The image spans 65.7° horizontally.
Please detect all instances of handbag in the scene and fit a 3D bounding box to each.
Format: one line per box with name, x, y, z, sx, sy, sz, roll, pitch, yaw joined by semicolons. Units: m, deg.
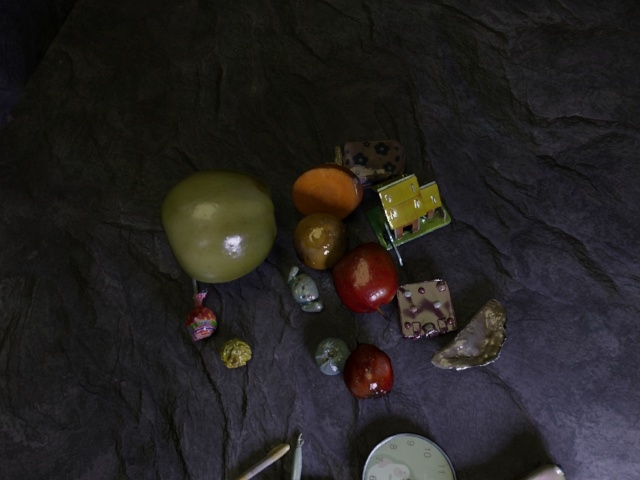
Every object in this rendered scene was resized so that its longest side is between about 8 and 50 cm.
handbag;0.389;0.257;1.840;0.203;0.074;0.216;-10;65;8
handbag;0.212;-0.295;2.050;0.252;0.193;0.190;-3;70;-2

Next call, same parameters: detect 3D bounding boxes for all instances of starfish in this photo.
starfish;0.083;-0.322;2.180;0.150;0.053;0.209;17;72;23

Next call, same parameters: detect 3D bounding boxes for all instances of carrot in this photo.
carrot;0.032;-0.193;2.002;0.307;0.258;0.100;-24;25;39

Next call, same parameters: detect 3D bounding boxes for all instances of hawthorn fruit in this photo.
hawthorn fruit;0.161;0.441;1.749;0.181;0.181;0.235;-18;63;3
hawthorn fruit;0.186;0.168;1.847;0.254;0.254;0.300;-33;80;-4

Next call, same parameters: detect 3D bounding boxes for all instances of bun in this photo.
bun;0.043;0.424;1.830;0.141;0.083;0.140;-4;68;9

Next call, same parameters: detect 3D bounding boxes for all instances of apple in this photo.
apple;-0.389;-0.064;1.952;0.474;0.473;0.473;-4;65;10

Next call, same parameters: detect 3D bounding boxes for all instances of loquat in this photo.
loquat;0.000;0.000;1.951;0.235;0.235;0.235;-4;65;10

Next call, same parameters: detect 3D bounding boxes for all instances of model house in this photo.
model house;0.350;-0.104;1.873;0.300;0.323;0.340;-23;63;1

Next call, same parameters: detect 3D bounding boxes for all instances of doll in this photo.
doll;-0.066;0.197;1.964;0.103;0.071;0.214;-35;72;8

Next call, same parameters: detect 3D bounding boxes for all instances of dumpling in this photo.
dumpling;0.554;0.365;1.749;0.332;0.086;0.166;-41;64;-9

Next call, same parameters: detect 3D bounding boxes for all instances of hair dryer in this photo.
hair dryer;-0.041;0.781;1.707;0.206;0.075;0.237;-8;56;0

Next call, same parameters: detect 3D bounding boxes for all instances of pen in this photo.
pen;-0.209;0.786;1.746;0.233;0.032;0.040;-33;41;-4

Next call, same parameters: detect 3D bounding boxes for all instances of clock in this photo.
clock;0.290;0.793;1.622;0.319;0.066;0.318;-4;65;9

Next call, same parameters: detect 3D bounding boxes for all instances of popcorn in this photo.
popcorn;-0.327;0.429;1.892;0.121;0.106;0.116;20;62;19

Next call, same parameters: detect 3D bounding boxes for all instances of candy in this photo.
candy;-0.506;0.235;2.032;0.124;0.124;0.365;-23;52;1

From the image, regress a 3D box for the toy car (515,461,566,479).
toy car;0.612;0.824;1.451;0.336;0.226;0.242;-26;63;1
